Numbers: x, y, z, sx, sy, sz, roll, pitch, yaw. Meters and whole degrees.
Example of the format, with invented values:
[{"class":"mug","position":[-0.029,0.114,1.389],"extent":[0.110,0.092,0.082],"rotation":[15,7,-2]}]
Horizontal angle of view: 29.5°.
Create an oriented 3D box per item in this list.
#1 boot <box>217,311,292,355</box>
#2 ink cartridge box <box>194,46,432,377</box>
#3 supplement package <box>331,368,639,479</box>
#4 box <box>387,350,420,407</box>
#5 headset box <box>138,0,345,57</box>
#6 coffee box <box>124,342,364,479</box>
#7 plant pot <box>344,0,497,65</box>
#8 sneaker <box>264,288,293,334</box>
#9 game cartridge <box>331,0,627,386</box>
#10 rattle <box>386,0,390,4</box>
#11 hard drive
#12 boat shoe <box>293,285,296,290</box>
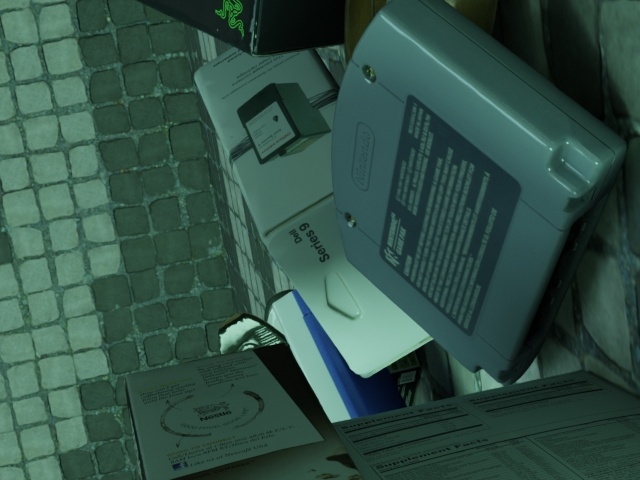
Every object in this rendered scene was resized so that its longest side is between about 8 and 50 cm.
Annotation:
[{"class":"boot","position":[-0.037,0.116,1.237],"extent":[0.198,0.077,0.137],"rotation":[53,-164,-30]},{"class":"ink cartridge box","position":[0.006,-0.046,1.142],"extent":[0.211,0.121,0.289],"rotation":[55,-174,-40]},{"class":"supplement package","position":[0.133,0.213,0.717],"extent":[0.263,0.198,0.199],"rotation":[-153,53,-76]},{"class":"box","position":[0.073,0.153,1.411],"extent":[0.207,0.036,0.114],"rotation":[93,162,-54]},{"class":"headset box","position":[-0.074,-0.314,1.047],"extent":[0.283,0.131,0.246],"rotation":[31,124,38]},{"class":"coffee box","position":[-0.034,0.195,0.711],"extent":[0.297,0.119,0.168],"rotation":[-129,31,-68]},{"class":"plant pot","position":[0.066,-0.183,0.916],"extent":[0.236,0.032,0.236],"rotation":[-178,90,-69]},{"class":"sneaker","position":[-0.011,0.211,1.783],"extent":[0.145,0.090,0.270],"rotation":[-120,17,-56]},{"class":"game cartridge","position":[0.092,-0.032,0.845],"extent":[0.198,0.062,0.297],"rotation":[46,156,22]},{"class":"rattle","position":[0.075,-0.234,0.805],"extent":[0.130,0.143,0.199],"rotation":[-30,-70,-76]},{"class":"hard drive","position":[0.069,0.211,1.146],"extent":[0.318,0.040,0.210],"rotation":[63,-169,30]},{"class":"boat shoe","position":[0.007,-0.003,1.489],"extent":[0.095,0.095,0.257],"rotation":[28,137,59]}]
